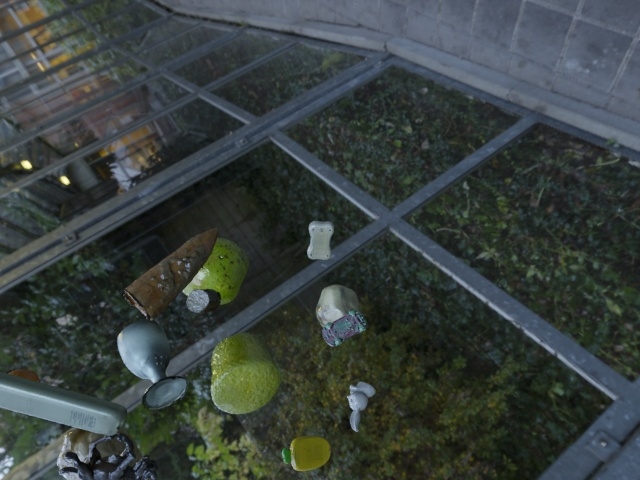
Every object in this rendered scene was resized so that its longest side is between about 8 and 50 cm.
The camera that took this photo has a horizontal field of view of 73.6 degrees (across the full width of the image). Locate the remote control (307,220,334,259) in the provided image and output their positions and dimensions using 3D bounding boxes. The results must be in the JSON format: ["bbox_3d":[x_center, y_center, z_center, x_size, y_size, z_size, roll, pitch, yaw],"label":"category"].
[{"bbox_3d":[0.000,0.000,1.245,0.032,0.075,0.122,-95,10,-61],"label":"remote control"}]

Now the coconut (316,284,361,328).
[{"bbox_3d":[0.077,0.307,1.857,0.224,0.224,0.224,51,164,20],"label":"coconut"}]

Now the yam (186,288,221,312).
[{"bbox_3d":[-0.368,0.189,1.345,0.084,0.084,0.127,53,178,10],"label":"yam"}]

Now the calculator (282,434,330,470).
[{"bbox_3d":[-0.062,0.980,1.976,0.032,0.235,0.146,139,129,-59],"label":"calculator"}]

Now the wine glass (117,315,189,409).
[{"bbox_3d":[-0.668,0.476,1.691,0.357,0.191,0.190,42,160,37],"label":"wine glass"}]

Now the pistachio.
[{"bbox_3d":[-0.894,0.951,1.815,0.445,0.281,0.365,42,157,-11],"label":"pistachio"}]

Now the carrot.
[{"bbox_3d":[-0.327,0.061,0.988,0.102,0.263,0.101,31,152,19],"label":"carrot"}]

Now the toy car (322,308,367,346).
[{"bbox_3d":[0.070,0.258,1.252,0.069,0.142,0.055,56,158,23],"label":"toy car"}]

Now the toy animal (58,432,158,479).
[{"bbox_3d":[-0.527,0.561,1.061,0.084,0.233,0.147,-121,39,-69],"label":"toy animal"}]

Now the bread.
[{"bbox_3d":[-0.392,0.665,2.158,0.308,0.349,0.348,48,165,57],"label":"bread"}]

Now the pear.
[{"bbox_3d":[-0.578,0.154,2.234,0.391,0.391,0.391,51,164,20],"label":"pear"}]

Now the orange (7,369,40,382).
[{"bbox_3d":[-1.070,0.520,1.517,0.135,0.136,0.117,45,131,35],"label":"orange"}]

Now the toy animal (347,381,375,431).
[{"bbox_3d":[0.171,0.810,2.100,0.131,0.220,0.103,27,146,9],"label":"toy animal"}]

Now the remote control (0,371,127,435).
[{"bbox_3d":[-0.595,0.370,0.961,0.310,0.090,0.038,18,-155,-8],"label":"remote control"}]
